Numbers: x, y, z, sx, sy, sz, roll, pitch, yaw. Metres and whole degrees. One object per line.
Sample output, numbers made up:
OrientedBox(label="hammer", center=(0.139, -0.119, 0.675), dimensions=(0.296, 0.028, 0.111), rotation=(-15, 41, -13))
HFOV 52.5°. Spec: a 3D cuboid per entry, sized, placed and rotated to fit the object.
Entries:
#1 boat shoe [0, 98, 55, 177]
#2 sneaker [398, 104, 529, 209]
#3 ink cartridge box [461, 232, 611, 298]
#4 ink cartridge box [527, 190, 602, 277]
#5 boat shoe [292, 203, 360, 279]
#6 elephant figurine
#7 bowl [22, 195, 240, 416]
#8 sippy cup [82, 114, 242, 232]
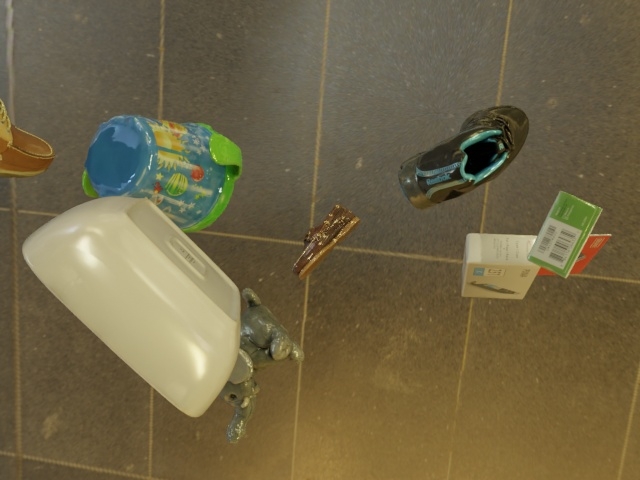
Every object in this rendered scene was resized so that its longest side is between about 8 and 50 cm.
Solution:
OrientedBox(label="boat shoe", center=(-0.610, -0.203, 1.148), dimensions=(0.120, 0.324, 0.122), rotation=(-48, 63, 15))
OrientedBox(label="sneaker", center=(0.292, -0.153, 1.140), dimensions=(0.140, 0.341, 0.125), rotation=(-14, 107, 53))
OrientedBox(label="ink cartridge box", center=(0.426, 0.058, 1.333), dimensions=(0.261, 0.296, 0.066), rotation=(1, 73, 11))
OrientedBox(label="ink cartridge box", center=(0.371, -0.008, 0.990), dimensions=(0.062, 0.209, 0.108), rotation=(27, 100, 19))
OrientedBox(label="boat shoe", center=(0.000, 0.000, 1.448), dimensions=(0.073, 0.073, 0.207), rotation=(40, 60, 8))
OrientedBox(label="elephant figurine", center=(-0.166, 0.265, 1.366), dimensions=(0.239, 0.186, 0.169), rotation=(-40, 137, -4))
OrientedBox(label="bowl", center=(-0.100, 0.027, 0.400), dimensions=(0.053, 0.142, 0.142), rotation=(-43, 100, 3))
OrientedBox(label="sippy cup", center=(-0.324, -0.142, 1.279), dimensions=(0.305, 0.224, 0.240), rotation=(-46, 67, 15))
